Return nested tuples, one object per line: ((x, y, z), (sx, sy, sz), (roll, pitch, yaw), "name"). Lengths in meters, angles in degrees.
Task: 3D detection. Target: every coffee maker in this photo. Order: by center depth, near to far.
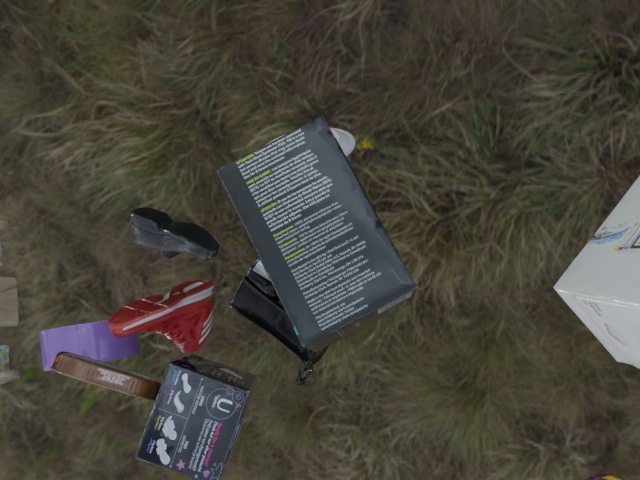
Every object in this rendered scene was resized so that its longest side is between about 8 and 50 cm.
((-0.064, 0.130, 1.172), (0.178, 0.120, 0.171), (33, 85, 17), "coffee maker")

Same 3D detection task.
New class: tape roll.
((-0.463, 0.208, 1.362), (0.189, 0.189, 0.080), (-13, 83, 26), "tape roll")

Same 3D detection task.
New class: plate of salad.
((-0.028, -0.171, 1.336), (0.199, 0.200, 0.048), (1, 124, 19), "plate of salad")

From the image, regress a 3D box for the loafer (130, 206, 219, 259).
((-0.237, 0.001, 1.098), (0.170, 0.062, 0.061), (23, 114, 25), "loafer")

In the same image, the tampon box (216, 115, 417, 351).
((0.000, 0.000, 0.583), (0.101, 0.120, 0.161), (-27, 78, 0), "tampon box")

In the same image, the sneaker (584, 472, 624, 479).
((0.217, 0.237, 0.554), (0.185, 0.084, 0.070), (5, 118, -12), "sneaker")

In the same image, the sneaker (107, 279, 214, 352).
((-0.273, 0.162, 1.224), (0.087, 0.221, 0.128), (10, 112, 43), "sneaker")

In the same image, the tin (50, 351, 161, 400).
((-0.368, 0.235, 1.173), (0.189, 0.040, 0.106), (23, 171, -21), "tin")

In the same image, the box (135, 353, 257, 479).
((-0.202, 0.301, 1.172), (0.142, 0.247, 0.163), (19, 83, 1), "box")

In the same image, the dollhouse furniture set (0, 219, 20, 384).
((-0.815, 0.116, 1.410), (0.256, 0.394, 0.362), (-22, 71, 38), "dollhouse furniture set")

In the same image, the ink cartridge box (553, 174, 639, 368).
((0.475, 0.043, 0.899), (0.171, 0.233, 0.168), (44, 169, -17), "ink cartridge box")
